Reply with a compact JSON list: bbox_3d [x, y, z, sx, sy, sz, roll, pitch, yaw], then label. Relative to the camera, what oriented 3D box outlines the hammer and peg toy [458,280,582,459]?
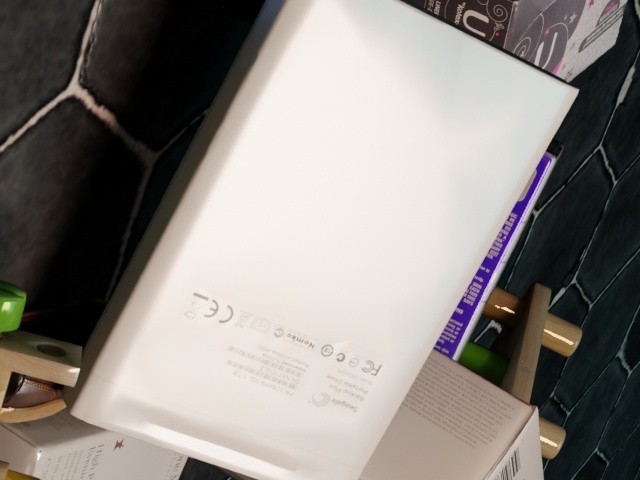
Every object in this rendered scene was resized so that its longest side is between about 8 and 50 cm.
[{"bbox_3d":[0.155,0.232,1.931,0.266,0.127,0.361,-61,-176,35],"label":"hammer and peg toy"}]

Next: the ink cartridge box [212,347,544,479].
[{"bbox_3d":[0.025,0.164,1.531,0.130,0.309,0.272,-52,157,-19],"label":"ink cartridge box"}]

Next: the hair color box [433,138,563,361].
[{"bbox_3d":[0.116,0.040,1.778,0.338,0.110,0.185,-63,174,10],"label":"hair color box"}]

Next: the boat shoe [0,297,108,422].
[{"bbox_3d":[-0.172,0.079,1.327,0.207,0.073,0.073,-14,132,-60],"label":"boat shoe"}]

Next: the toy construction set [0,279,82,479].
[{"bbox_3d":[-0.199,0.163,1.119,0.237,0.309,0.257,-69,164,8],"label":"toy construction set"}]

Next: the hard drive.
[{"bbox_3d":[0.000,0.000,1.276,0.233,0.047,0.353,23,103,-27],"label":"hard drive"}]

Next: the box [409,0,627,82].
[{"bbox_3d":[0.161,-0.212,1.577,0.247,0.142,0.163,-37,148,-42],"label":"box"}]

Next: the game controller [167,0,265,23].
[{"bbox_3d":[-0.016,-0.222,1.237,0.166,0.067,0.319,-44,168,15],"label":"game controller"}]

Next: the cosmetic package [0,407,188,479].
[{"bbox_3d":[-0.190,0.169,1.385,0.231,0.085,0.117,-9,126,-60],"label":"cosmetic package"}]
